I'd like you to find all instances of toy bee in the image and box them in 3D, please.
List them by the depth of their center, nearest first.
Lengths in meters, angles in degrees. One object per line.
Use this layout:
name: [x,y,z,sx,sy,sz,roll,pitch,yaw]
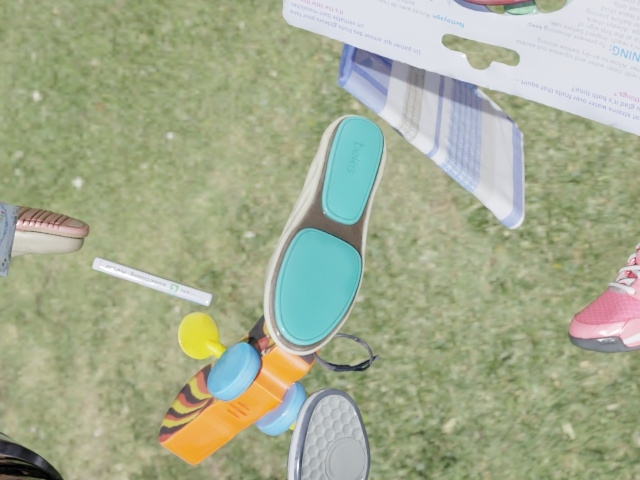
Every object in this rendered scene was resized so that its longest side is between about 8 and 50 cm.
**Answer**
toy bee: [-0.053,0.141,1.342,0.298,0.162,0.195,-14,127,19]

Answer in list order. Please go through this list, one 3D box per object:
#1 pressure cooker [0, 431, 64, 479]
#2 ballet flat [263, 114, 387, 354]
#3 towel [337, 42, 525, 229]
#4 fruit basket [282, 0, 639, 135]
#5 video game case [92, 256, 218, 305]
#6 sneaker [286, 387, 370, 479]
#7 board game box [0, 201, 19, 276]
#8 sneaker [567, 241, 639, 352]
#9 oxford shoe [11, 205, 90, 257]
pressure cooker: [-0.440,0.390,1.285,0.421,0.370,0.375,14,116,38]
ballet flat: [0.000,0.000,1.044,0.086,0.086,0.248,-7,50,41]
towel: [0.134,-0.150,1.362,0.034,0.285,0.209,-40,25,32]
fruit basket: [0.126,-0.266,0.761,0.327,0.165,0.353,21,132,24]
video game case: [-0.267,0.070,1.926,0.193,0.212,0.023,18,87,-1]
sneaker: [-0.027,0.238,1.115,0.163,0.086,0.226,13,106,57]
board game box: [-0.406,-0.005,1.429,0.020,0.090,0.090,7,85,14]
sneaker: [0.439,0.030,1.502,0.136,0.314,0.116,65,169,-15]
oxford shoe: [-0.587,0.018,1.976,0.397,0.140,0.146,0,98,3]
